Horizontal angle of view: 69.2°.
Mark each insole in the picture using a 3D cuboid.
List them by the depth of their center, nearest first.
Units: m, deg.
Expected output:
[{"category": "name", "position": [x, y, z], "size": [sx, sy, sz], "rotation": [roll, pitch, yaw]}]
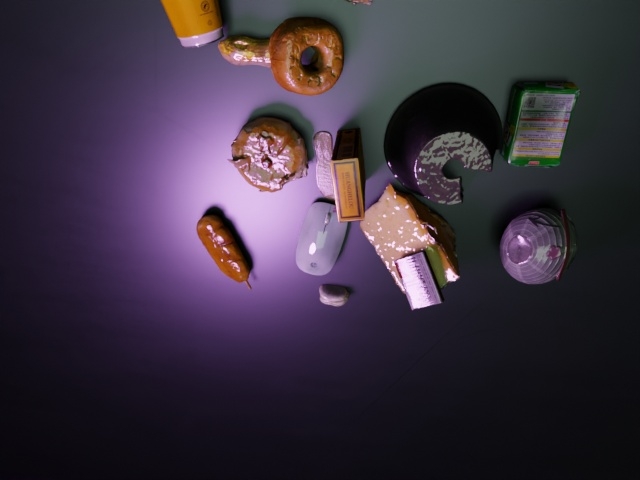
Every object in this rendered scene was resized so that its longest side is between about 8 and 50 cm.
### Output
[{"category": "insole", "position": [0.020, -0.250, 1.590], "size": [0.086, 0.005, 0.254], "rotation": [-6, 118, 9]}]

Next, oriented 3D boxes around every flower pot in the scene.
[{"category": "flower pot", "position": [0.373, -0.264, 1.406], "size": [0.378, 0.251, 0.380], "rotation": [4, 121, 6]}]

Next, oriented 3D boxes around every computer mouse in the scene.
[{"category": "computer mouse", "position": [-0.001, 0.004, 1.684], "size": [0.159, 0.097, 0.289], "rotation": [17, 120, -1]}]

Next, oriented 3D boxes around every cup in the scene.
[{"category": "cup", "position": [-0.371, -0.698, 1.289], "size": [0.196, 0.197, 0.280], "rotation": [-5, 127, 9]}]

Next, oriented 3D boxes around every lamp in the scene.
[{"category": "lamp", "position": [0.724, 0.015, 1.538], "size": [0.232, 0.233, 0.266], "rotation": [3, 107, 5]}]

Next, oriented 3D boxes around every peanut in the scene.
[{"category": "peanut", "position": [-0.201, -0.566, 1.392], "size": [0.206, 0.087, 0.087], "rotation": [6, 120, 1]}]

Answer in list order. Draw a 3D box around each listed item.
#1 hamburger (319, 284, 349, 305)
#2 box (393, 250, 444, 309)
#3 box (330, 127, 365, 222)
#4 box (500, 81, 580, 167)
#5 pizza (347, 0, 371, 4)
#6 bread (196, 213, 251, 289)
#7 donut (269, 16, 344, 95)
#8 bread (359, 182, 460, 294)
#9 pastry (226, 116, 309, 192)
[{"category": "hamburger", "position": [0.053, 0.218, 1.804], "size": [0.121, 0.084, 0.054], "rotation": [5, 118, 2]}, {"category": "box", "position": [0.322, 0.132, 1.523], "size": [0.115, 0.035, 0.178], "rotation": [-22, 90, 36]}, {"category": "box", "position": [0.091, -0.210, 1.433], "size": [0.083, 0.302, 0.193], "rotation": [-4, 119, 8]}, {"category": "box", "position": [0.660, -0.350, 1.406], "size": [0.179, 0.103, 0.250], "rotation": [3, 118, 4]}, {"category": "pizza", "position": [0.115, -0.697, 1.316], "size": [0.078, 0.025, 0.083], "rotation": [42, 122, -11]}, {"category": "bread", "position": [-0.349, 0.047, 1.756], "size": [0.124, 0.084, 0.344], "rotation": [-10, 120, 37]}, {"category": "donut", "position": [-0.036, -0.531, 1.342], "size": [0.226, 0.114, 0.227], "rotation": [-13, 120, -23]}, {"category": "bread", "position": [0.301, 0.023, 1.570], "size": [0.315, 0.279, 0.248], "rotation": [29, 126, -23]}, {"category": "pastry", "position": [-0.170, -0.282, 1.527], "size": [0.256, 0.121, 0.236], "rotation": [-20, 115, 16]}]
